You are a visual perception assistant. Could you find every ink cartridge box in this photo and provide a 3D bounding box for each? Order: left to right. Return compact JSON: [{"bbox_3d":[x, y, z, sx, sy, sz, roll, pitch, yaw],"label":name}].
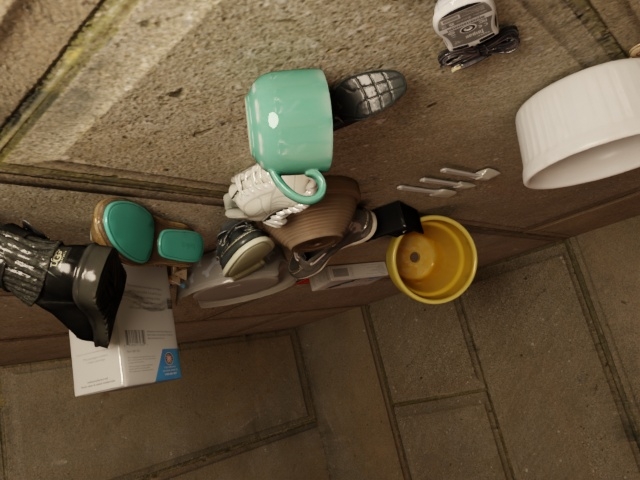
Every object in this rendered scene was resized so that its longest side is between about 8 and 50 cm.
[{"bbox_3d":[-0.440,0.174,1.201,0.129,0.307,0.223,-15,167,14],"label":"ink cartridge box"},{"bbox_3d":[0.078,0.157,2.138,0.296,0.066,0.261,-2,161,-38],"label":"ink cartridge box"}]

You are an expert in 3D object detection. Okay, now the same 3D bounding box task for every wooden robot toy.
[{"bbox_3d":[-0.405,0.088,1.364,0.079,0.076,0.173,-5,178,-37],"label":"wooden robot toy"}]

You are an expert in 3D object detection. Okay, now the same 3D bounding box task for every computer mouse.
[{"bbox_3d":[0.178,-0.259,0.637,0.106,0.042,0.193,-14,173,21],"label":"computer mouse"}]

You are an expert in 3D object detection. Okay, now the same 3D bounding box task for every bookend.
[{"bbox_3d":[0.175,-0.037,1.444,0.157,0.072,0.156,-19,165,24],"label":"bookend"}]

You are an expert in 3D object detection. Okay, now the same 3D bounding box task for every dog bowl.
[{"bbox_3d":[-0.248,0.104,1.538,0.349,0.102,0.349,-13,166,-3],"label":"dog bowl"}]

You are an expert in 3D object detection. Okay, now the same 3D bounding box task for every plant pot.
[{"bbox_3d":[-0.019,-0.043,1.160,0.237,0.109,0.237,-13,165,-4],"label":"plant pot"},{"bbox_3d":[0.311,0.053,1.624,0.254,0.254,0.239,-12,-178,-6],"label":"plant pot"}]

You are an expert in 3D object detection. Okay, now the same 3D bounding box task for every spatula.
[{"bbox_3d":[0.307,-0.141,1.280,0.242,0.019,0.168,2,165,-45],"label":"spatula"}]

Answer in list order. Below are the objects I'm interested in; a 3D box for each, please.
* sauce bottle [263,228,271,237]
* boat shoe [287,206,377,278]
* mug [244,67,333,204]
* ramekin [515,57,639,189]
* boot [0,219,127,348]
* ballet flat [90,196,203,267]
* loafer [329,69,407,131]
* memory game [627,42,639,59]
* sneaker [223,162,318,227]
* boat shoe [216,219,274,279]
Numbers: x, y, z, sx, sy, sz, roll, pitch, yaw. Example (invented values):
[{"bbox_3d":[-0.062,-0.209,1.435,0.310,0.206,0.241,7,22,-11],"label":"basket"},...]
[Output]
[{"bbox_3d":[-0.073,-0.029,1.299,0.128,0.042,0.042,-3,163,-32],"label":"sauce bottle"},{"bbox_3d":[0.000,0.000,1.384,0.095,0.112,0.335,19,143,-35],"label":"boat shoe"},{"bbox_3d":[-0.041,-0.136,0.666,0.097,0.157,0.129,-6,141,-7],"label":"mug"},{"bbox_3d":[0.482,-0.198,0.940,0.277,0.135,0.277,-11,168,-2],"label":"ramekin"},{"bbox_3d":[-0.478,0.068,0.909,0.260,0.131,0.348,13,149,-9],"label":"boot"},{"bbox_3d":[-0.355,-0.008,1.029,0.124,0.116,0.342,2,175,16],"label":"ballet flat"},{"bbox_3d":[0.043,-0.193,0.753,0.170,0.062,0.061,-16,-171,23],"label":"loafer"},{"bbox_3d":[0.578,-0.318,0.840,0.186,0.012,0.186,-13,167,-3],"label":"memory game"},{"bbox_3d":[-0.088,-0.094,0.920,0.118,0.110,0.292,2,160,-23],"label":"sneaker"},{"bbox_3d":[-0.182,0.010,1.209,0.127,0.113,0.340,-30,175,-8],"label":"boat shoe"}]
